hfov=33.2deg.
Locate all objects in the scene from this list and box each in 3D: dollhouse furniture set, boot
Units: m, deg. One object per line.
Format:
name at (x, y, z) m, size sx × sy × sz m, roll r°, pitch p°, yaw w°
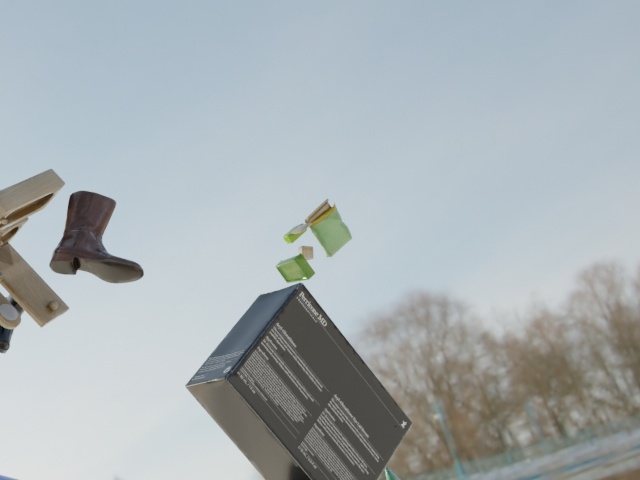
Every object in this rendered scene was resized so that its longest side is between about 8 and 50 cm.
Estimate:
dollhouse furniture set at (-0.333, 0.020, 1.238) m, size 0.151 × 0.123 × 0.144 m, roll -43°, pitch -1°, yaw 27°
boot at (-0.479, 0.111, 1.677) m, size 0.045 × 0.121 × 0.099 m, roll 36°, pitch -81°, yaw -23°
dollhouse furniture set at (0.000, 0.000, 1.602) m, size 0.151 × 0.076 × 0.058 m, roll -43°, pitch 15°, yaw -34°
boot at (-0.238, -0.009, 1.193) m, size 0.106 × 0.114 × 0.037 m, roll 9°, pitch -44°, yaw -1°

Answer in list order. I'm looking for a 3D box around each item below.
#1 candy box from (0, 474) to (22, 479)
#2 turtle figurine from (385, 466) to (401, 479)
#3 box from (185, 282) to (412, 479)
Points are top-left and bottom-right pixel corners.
candy box at (-0.217, 0.345, 1.003) m, size 0.268 × 0.122 × 0.317 m, roll 24°, pitch 0°, yaw -30°
turtle figurine at (0.048, 0.462, 1.635) m, size 0.234 × 0.175 × 0.118 m, roll -43°, pitch -47°, yaw 1°
box at (-0.022, 0.216, 1.406) m, size 0.103 × 0.261 × 0.184 m, roll -17°, pitch 26°, yaw 49°
